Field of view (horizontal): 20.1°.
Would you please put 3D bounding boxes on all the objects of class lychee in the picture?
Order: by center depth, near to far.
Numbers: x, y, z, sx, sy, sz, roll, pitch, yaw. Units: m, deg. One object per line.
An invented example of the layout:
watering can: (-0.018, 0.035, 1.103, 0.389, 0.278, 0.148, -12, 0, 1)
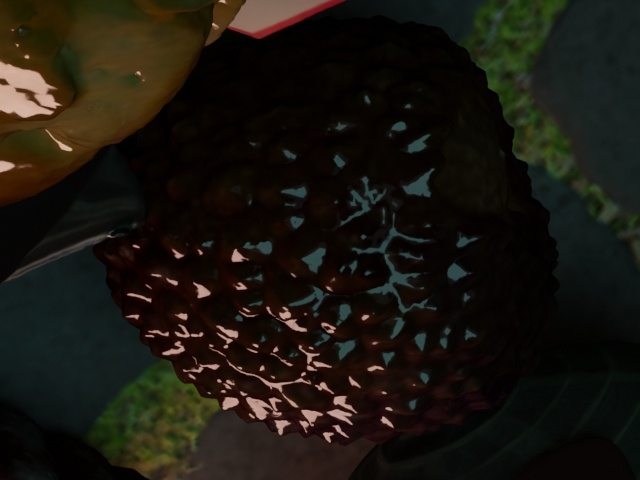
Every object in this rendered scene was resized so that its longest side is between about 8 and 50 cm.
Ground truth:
lychee: (0.000, 0.000, 0.738, 0.188, 0.188, 0.188, -8, 116, -17)

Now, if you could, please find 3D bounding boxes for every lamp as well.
lamp: (0.108, 0.159, 0.818, 0.265, 0.233, 0.233, -32, 122, 18)

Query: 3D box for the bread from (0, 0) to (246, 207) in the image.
bread: (-0.141, -0.070, 0.424, 0.210, 0.235, 0.099, 16, 76, -24)

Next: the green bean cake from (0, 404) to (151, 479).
green bean cake: (-0.200, 0.170, 0.781, 0.198, 0.097, 0.233, 34, 98, -30)

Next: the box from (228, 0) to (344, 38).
box: (-0.056, -0.255, 0.461, 0.312, 0.314, 0.300, 16, 78, -26)

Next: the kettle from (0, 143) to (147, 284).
kettle: (-0.203, -0.073, 0.627, 0.290, 0.207, 0.268, -32, 96, -15)
